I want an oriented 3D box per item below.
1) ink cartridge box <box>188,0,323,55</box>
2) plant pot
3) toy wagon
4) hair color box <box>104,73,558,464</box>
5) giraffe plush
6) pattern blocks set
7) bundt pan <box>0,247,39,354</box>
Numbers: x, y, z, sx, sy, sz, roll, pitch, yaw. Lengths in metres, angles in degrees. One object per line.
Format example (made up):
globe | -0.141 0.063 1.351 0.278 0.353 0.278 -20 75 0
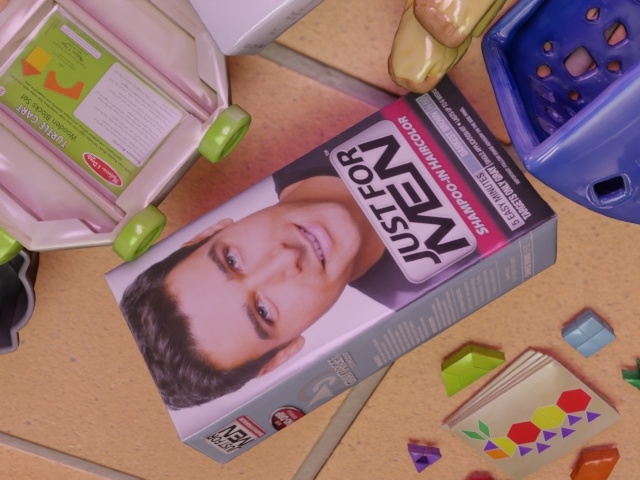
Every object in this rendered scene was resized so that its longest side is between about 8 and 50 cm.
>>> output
ink cartridge box | -0.048 -0.323 0.727 0.239 0.060 0.275 -34 86 24
plant pot | 0.305 -0.140 0.811 0.212 0.236 0.236 34 119 -26
toy wagon | -0.243 -0.098 0.857 0.267 0.068 0.344 40 89 4
hair color box | 0.011 0.026 0.879 0.375 0.185 0.113 -31 154 -1
giraffe plush | 0.088 -0.258 0.792 0.170 0.181 0.210 38 131 3
pattern blocks set | 0.261 0.223 1.178 0.325 0.026 0.285 -32 117 22
bundt pan | -0.452 -0.005 1.000 0.331 0.124 0.330 1 125 1
